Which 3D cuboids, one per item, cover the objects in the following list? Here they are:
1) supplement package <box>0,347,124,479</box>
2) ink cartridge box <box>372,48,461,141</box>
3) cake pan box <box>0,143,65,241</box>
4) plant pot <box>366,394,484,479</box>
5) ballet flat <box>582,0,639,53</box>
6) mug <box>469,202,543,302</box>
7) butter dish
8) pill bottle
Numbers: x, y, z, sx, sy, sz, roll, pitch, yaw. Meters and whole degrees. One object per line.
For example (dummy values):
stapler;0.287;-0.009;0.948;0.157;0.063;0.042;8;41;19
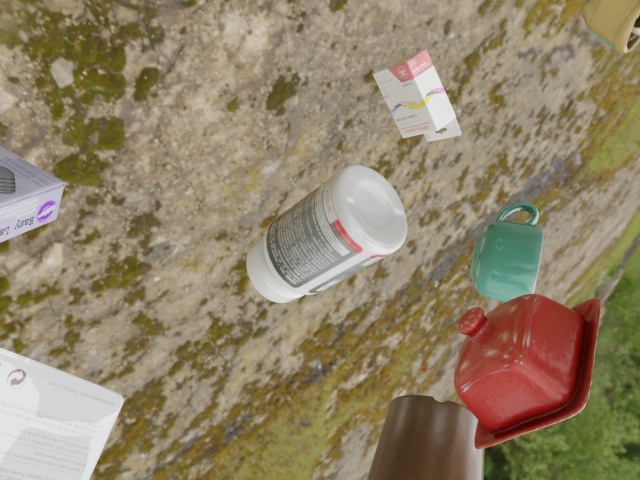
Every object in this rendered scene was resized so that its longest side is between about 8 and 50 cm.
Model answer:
supplement package;-0.210;0.146;0.304;0.105;0.105;0.179;43;59;-45
ink cartridge box;0.208;-0.292;1.214;0.067;0.115;0.198;-38;109;-25
cake pan box;-0.495;-0.075;0.665;0.070;0.267;0.246;-64;174;25
plant pot;0.131;0.292;0.701;0.167;0.167;0.165;77;27;-54
ballet flat;0.356;-0.254;0.502;0.232;0.073;0.080;-35;154;31
mug;0.300;0.025;0.920;0.157;0.097;0.129;-61;154;-49
butter dish;0.199;0.117;0.607;0.160;0.118;0.160;-47;-174;47
pill bottle;0.000;0.000;1.007;0.161;0.161;0.283;-9;163;-47
